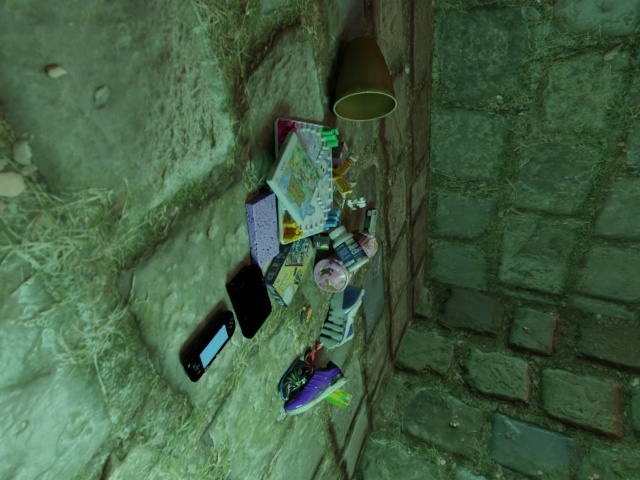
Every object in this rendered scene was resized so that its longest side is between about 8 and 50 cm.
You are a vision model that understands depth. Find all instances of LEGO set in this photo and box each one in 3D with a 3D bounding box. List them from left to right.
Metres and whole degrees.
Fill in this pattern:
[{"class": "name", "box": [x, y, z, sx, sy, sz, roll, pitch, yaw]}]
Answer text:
[{"class": "LEGO set", "box": [0.098, -0.234, 1.697, 0.107, 0.132, 0.287, 103, -15, -51]}]

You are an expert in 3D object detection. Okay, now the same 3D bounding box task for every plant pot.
[{"class": "plant pot", "box": [0.164, -0.621, 1.562, 0.237, 0.237, 0.254, 15, 72, -66]}]

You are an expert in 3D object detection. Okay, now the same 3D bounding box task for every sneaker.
[{"class": "sneaker", "box": [-0.098, 0.543, 1.604, 0.188, 0.078, 0.067, -50, 141, -48]}, {"class": "sneaker", "box": [-0.041, 0.602, 1.718, 0.293, 0.146, 0.102, -24, 156, -27]}, {"class": "sneaker", "box": [0.106, 0.369, 1.947, 0.315, 0.127, 0.182, -64, 156, -15]}]

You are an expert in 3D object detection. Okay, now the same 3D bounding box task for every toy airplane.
[{"class": "toy airplane", "box": [-0.033, 0.476, 1.709, 0.151, 0.028, 0.151, -58, -167, 22]}]

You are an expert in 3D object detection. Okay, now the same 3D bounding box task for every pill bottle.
[{"class": "pill bottle", "box": [0.107, 0.029, 1.601, 0.169, 0.094, 0.094, 56, 28, 5]}]

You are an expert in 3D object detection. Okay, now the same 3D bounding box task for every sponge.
[{"class": "sponge", "box": [-0.174, -0.033, 1.262, 0.117, 0.031, 0.210, -41, 136, -54]}]

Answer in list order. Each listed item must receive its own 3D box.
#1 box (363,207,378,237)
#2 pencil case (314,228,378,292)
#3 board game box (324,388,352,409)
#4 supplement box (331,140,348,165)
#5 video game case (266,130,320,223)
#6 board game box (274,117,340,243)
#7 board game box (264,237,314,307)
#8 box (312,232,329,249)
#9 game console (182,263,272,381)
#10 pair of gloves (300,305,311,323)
[{"class": "box", "box": [0.265, -0.066, 2.197, 0.114, 0.036, 0.207, -14, 113, -64]}, {"class": "pencil case", "box": [0.117, 0.082, 1.790, 0.386, 0.160, 0.167, -40, 124, -54]}, {"class": "board game box", "box": [0.039, 0.668, 1.802, 0.043, 0.181, 0.092, -61, 173, -36]}, {"class": "supplement box", "box": [0.075, -0.352, 1.659, 0.055, 0.043, 0.083, 50, 54, -60]}, {"class": "video game case", "box": [-0.075, -0.187, 1.255, 0.212, 0.023, 0.193, 56, 46, -49]}, {"class": "board game box", "box": [-0.028, -0.209, 1.432, 0.390, 0.050, 0.390, -20, 111, -62]}, {"class": "board game box", "box": [-0.106, 0.089, 1.447, 0.243, 0.042, 0.165, -65, 152, -29]}, {"class": "box", "box": [0.000, 0.000, 1.582, 0.083, 0.062, 0.052, -104, -162, -78]}, {"class": "game console", "box": [-0.258, 0.248, 1.181, 0.361, 0.044, 0.213, -54, 145, -43]}, {"class": "pair of gloves", "box": [-0.058, 0.302, 1.676, 0.083, 0.010, 0.074, 14, 87, -65]}]
